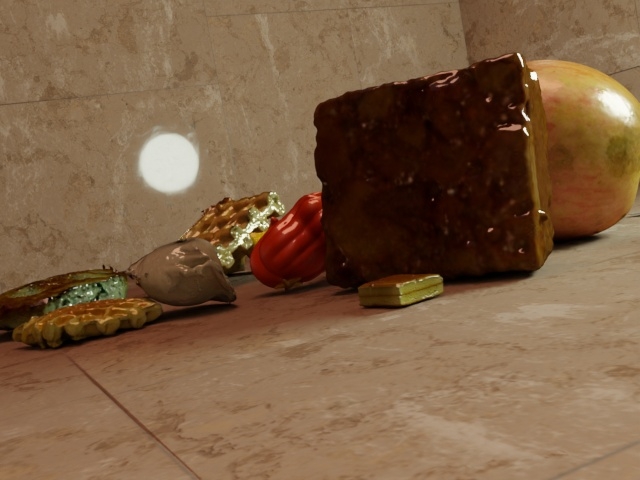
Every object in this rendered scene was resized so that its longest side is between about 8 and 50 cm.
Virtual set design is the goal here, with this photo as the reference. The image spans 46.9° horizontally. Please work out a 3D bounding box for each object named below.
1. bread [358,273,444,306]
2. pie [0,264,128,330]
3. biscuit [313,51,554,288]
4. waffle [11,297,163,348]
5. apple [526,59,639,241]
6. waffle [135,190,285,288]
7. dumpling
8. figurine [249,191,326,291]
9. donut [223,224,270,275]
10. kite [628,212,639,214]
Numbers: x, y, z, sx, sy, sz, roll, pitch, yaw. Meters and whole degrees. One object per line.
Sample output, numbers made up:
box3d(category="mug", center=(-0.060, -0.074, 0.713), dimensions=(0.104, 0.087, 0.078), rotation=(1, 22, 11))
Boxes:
box3d(category="bread", center=(0.115, 0.071, 1.066), dimensions=(0.090, 0.035, 0.094), rotation=(-12, 4, -36))
box3d(category="pie", center=(-0.576, 0.132, 1.603), dimensions=(0.288, 0.103, 0.354), rotation=(-7, 8, 38))
box3d(category="biscuit", center=(0.186, -0.101, 1.223), dimensions=(0.395, 0.343, 0.166), rotation=(-5, 2, 35))
box3d(category="waffle", center=(-0.423, 0.143, 1.354), dimensions=(0.250, 0.056, 0.261), rotation=(-13, 3, -40))
box3d(category="apple", center=(0.461, -0.176, 1.445), dimensions=(0.363, 0.364, 0.364), rotation=(-10, 3, 1))
box3d(category="waffle", center=(-0.278, 0.007, 1.870), dimensions=(0.304, 0.078, 0.348), rotation=(-9, 33, 48))
box3d(category="dumpling", center=(-0.249, 0.074, 1.400), dimensions=(0.247, 0.142, 0.172), rotation=(1, -34, 38))
box3d(category="figurine", center=(-0.007, -0.004, 1.480), dimensions=(0.208, 0.181, 0.257), rotation=(-9, 3, 37))
box3d(category="donut", center=(-0.220, 0.017, 2.052), dimensions=(0.259, 0.152, 0.101), rotation=(-11, 10, 35))
box3d(category="kite", center=(0.768, -0.067, 1.682), dimensions=(0.137, 0.005, 0.152), rotation=(-6, 4, 22))
